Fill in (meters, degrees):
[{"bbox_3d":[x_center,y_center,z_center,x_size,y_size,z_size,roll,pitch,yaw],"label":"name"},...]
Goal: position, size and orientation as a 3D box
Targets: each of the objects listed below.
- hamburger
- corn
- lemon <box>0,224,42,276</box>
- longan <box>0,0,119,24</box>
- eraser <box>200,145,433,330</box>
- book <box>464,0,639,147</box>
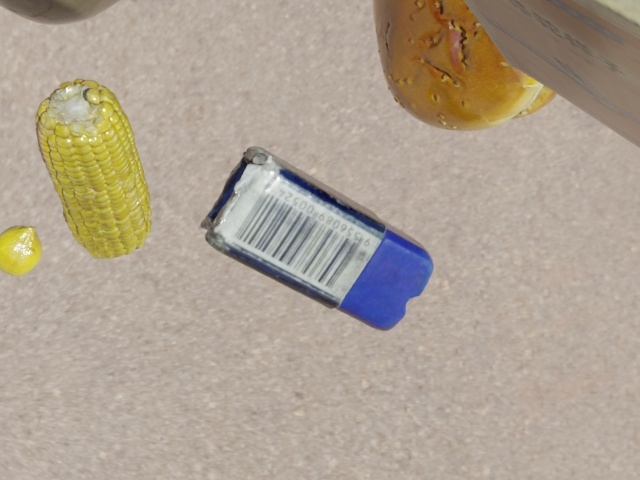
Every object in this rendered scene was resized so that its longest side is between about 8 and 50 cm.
[{"bbox_3d":[0.206,-0.303,1.355,0.170,0.314,0.290,-22,103,-40],"label":"hamburger"},{"bbox_3d":[-0.189,-0.051,0.807,0.080,0.238,0.080,1,65,-2],"label":"corn"},{"bbox_3d":[-0.417,0.012,1.309,0.065,0.092,0.065,23,36,-18],"label":"lemon"},{"bbox_3d":[-0.373,-0.490,1.384,0.361,0.361,0.361,4,80,-25],"label":"longan"},{"bbox_3d":[0.000,0.000,1.371,0.332,0.101,0.155,28,102,-24],"label":"eraser"},{"bbox_3d":[0.123,-0.080,0.420,0.170,0.241,0.018,40,99,25],"label":"book"}]
